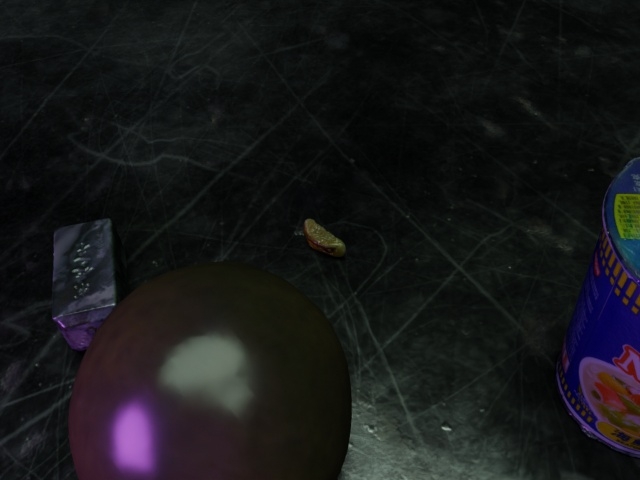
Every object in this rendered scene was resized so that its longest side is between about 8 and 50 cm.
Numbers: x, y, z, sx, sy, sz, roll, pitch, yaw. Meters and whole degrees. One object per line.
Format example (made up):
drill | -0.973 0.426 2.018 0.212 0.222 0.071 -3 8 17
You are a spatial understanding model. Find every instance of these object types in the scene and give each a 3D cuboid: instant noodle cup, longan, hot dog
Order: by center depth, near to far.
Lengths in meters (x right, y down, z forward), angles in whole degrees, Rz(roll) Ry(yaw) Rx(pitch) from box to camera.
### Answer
longan | -0.114 0.172 0.624 0.319 0.319 0.319 0 49 0
instant noodle cup | 0.415 0.097 0.659 0.284 0.312 0.284 0 48 0
hot dog | 0.000 0.000 0.927 0.034 0.030 0.090 -37 58 -26

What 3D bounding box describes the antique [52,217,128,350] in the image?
antique | -0.335 0.066 0.834 0.088 0.086 0.183 -13 51 -10
